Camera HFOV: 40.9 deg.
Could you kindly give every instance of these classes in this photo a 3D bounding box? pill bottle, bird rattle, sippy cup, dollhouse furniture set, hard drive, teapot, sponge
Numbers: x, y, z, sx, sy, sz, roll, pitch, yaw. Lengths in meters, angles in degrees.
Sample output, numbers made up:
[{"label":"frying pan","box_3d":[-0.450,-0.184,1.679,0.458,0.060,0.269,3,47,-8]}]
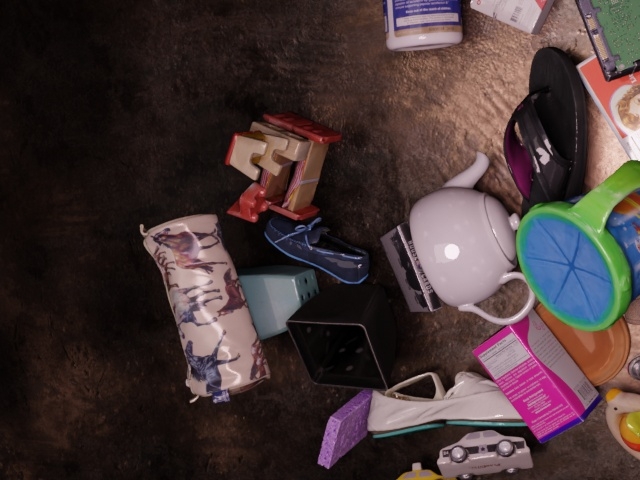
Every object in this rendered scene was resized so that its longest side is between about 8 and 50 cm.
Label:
[{"label":"pill bottle","box_3d":[0.194,-0.510,1.667,0.153,0.153,0.265,0,99,31]},{"label":"bird rattle","box_3d":[0.630,0.363,1.589,0.207,0.143,0.253,23,151,51]},{"label":"sippy cup","box_3d":[0.499,0.006,1.482,0.240,0.224,0.305,64,156,1]},{"label":"dollhouse furniture set","box_3d":[-0.115,-0.148,1.790,0.152,0.374,0.201,25,109,20]},{"label":"hard drive","box_3d":[0.601,-0.433,1.424,0.338,0.064,0.237,-20,81,11]},{"label":"teapot","box_3d":[0.301,0.003,1.652,0.187,0.252,0.256,-22,114,23]},{"label":"sponge","box_3d":[0.062,0.407,1.879,0.031,0.210,0.117,19,107,23]}]

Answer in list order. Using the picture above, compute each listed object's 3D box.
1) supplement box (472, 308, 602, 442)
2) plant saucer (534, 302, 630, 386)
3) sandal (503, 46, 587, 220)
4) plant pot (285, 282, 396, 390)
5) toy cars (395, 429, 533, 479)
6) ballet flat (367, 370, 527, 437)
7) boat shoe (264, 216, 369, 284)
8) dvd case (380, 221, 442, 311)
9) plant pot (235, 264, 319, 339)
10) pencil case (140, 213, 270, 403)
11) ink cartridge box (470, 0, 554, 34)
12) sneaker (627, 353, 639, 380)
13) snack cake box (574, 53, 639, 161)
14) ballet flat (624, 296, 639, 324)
[{"label":"supplement box","box_3d":[0.417,0.258,1.655,0.114,0.111,0.220,-43,77,38]},{"label":"plant saucer","box_3d":[0.501,0.195,1.681,0.200,0.037,0.200,6,102,30]},{"label":"sandal","box_3d":[0.408,-0.133,1.594,0.167,0.107,0.446,-152,60,-69]},{"label":"plant pot","box_3d":[0.065,0.193,1.842,0.188,0.167,0.187,-1,126,30]},{"label":"toy cars","box_3d":[0.274,0.481,1.809,0.393,0.176,0.087,-45,34,39]},{"label":"ballet flat","box_3d":[0.268,0.338,1.804,0.400,0.139,0.139,-13,92,33]},{"label":"boat shoe","box_3d":[0.000,0.000,1.912,0.258,0.109,0.089,23,128,10]},{"label":"dvd case","box_3d":[0.181,0.060,1.749,0.029,0.239,0.179,-22,87,-5]},{"label":"plant pot","box_3d":[-0.125,0.142,1.976,0.234,0.165,0.166,-11,93,26]},{"label":"pencil case","box_3d":[-0.252,0.140,1.847,0.160,0.183,0.410,-15,94,71]},{"label":"ink cartridge box","box_3d":[0.369,-0.462,1.628,0.135,0.056,0.099,32,113,22]},{"label":"sneaker","box_3d":[0.650,0.244,1.579,0.170,0.075,0.063,3,100,30]},{"label":"snack cake box","box_3d":[0.590,-0.239,1.520,0.152,0.089,0.264,-33,81,33]},{"label":"ballet flat","box_3d":[0.693,0.169,1.532,0.316,0.107,0.106,27,116,35]}]
